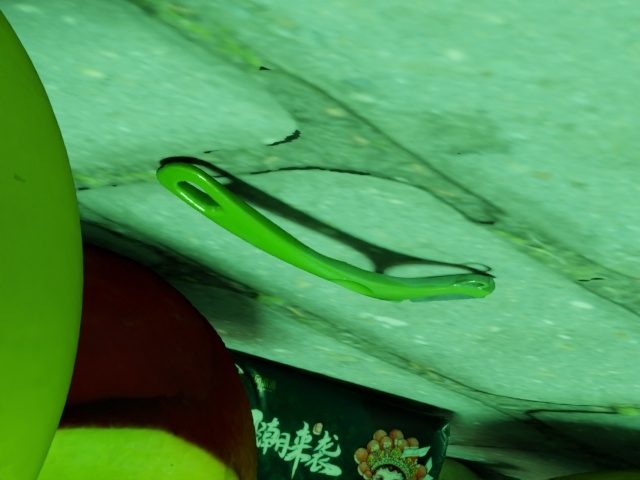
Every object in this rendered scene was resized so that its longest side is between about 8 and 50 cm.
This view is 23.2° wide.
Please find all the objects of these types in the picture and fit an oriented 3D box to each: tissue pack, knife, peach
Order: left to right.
[{"bbox_3d":[-0.125,0.081,0.798,0.267,0.159,0.154,12,137,-38],"label":"peach"},{"bbox_3d":[-0.011,0.143,1.032,0.170,0.103,0.090,17,170,-14],"label":"tissue pack"},{"bbox_3d":[0.000,0.003,0.677,0.166,0.023,0.078,23,156,-36],"label":"knife"}]

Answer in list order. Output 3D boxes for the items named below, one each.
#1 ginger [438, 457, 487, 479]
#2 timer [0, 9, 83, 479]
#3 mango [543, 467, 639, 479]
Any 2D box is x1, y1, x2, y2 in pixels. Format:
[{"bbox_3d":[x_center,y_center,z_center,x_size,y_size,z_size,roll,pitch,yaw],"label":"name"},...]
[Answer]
[{"bbox_3d":[0.107,0.227,1.288,0.137,0.074,0.213,18,162,13],"label":"ginger"},{"bbox_3d":[-0.178,0.014,0.444,0.285,0.285,0.285,11,164,3],"label":"timer"},{"bbox_3d":[0.249,0.265,1.052,0.445,0.221,0.301,2,153,-33],"label":"mango"}]
